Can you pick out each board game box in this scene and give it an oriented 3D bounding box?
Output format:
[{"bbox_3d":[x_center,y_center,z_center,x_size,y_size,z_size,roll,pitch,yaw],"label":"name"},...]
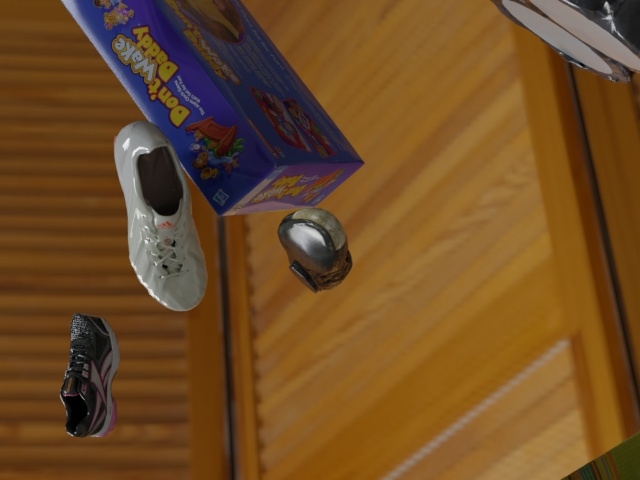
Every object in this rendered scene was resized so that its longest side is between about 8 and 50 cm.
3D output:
[{"bbox_3d":[-0.124,-0.186,1.597,0.078,0.347,0.233,-41,168,19],"label":"board game box"}]

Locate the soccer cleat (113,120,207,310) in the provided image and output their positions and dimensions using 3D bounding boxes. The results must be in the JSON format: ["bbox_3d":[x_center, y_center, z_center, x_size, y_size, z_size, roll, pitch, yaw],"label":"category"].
[{"bbox_3d":[-0.144,-0.015,1.463,0.068,0.076,0.196,-22,117,-18],"label":"soccer cleat"}]

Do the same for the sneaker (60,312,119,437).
[{"bbox_3d":[-0.324,0.189,2.207,0.072,0.178,0.077,-5,-177,29],"label":"sneaker"}]

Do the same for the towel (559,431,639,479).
[{"bbox_3d":[0.262,0.198,1.244,0.237,0.102,0.021,-23,-176,-36],"label":"towel"}]

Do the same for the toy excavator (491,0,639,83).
[{"bbox_3d":[0.061,-0.304,0.945,0.445,0.433,0.222,35,95,-1],"label":"toy excavator"}]

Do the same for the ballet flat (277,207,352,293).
[{"bbox_3d":[0.000,0.000,1.242,0.049,0.057,0.173,-48,173,-11],"label":"ballet flat"}]
